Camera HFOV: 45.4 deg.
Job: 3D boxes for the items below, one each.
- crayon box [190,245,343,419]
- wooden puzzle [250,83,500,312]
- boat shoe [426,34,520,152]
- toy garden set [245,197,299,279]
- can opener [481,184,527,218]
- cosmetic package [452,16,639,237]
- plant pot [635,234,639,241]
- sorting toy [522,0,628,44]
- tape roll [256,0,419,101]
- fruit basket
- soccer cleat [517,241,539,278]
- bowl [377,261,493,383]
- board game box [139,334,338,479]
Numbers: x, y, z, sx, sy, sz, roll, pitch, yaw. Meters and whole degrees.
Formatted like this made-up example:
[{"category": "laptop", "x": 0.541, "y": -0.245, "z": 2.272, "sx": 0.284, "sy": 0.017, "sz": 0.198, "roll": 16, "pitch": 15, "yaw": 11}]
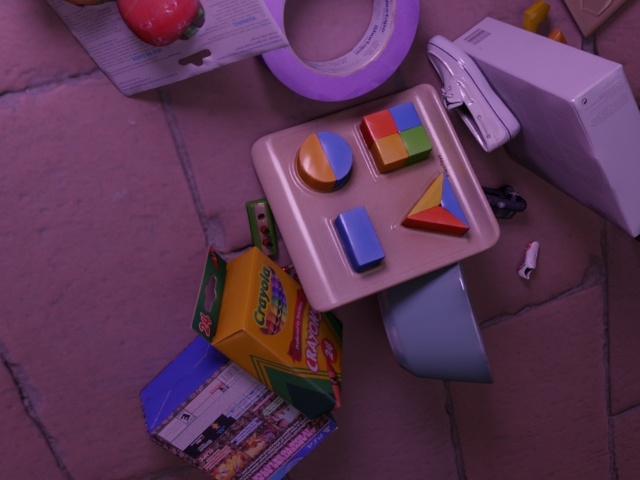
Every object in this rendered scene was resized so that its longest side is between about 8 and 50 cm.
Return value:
[{"category": "crayon box", "x": -0.083, "y": 0.155, "z": 1.372, "sx": 0.081, "sy": 0.202, "sz": 0.318, "roll": -29, "pitch": 126, "yaw": 27}, {"category": "wooden puzzle", "x": 0.093, "y": -0.085, "z": 1.292, "sx": 0.348, "sy": 0.080, "sz": 0.322, "roll": -21, "pitch": 79, "yaw": -8}, {"category": "boat shoe", "x": 0.246, "y": -0.252, "z": 1.315, "sx": 0.076, "sy": 0.083, "sz": 0.226, "roll": -39, "pitch": 80, "yaw": -3}, {"category": "toy garden set", "x": 0.000, "y": 0.000, "z": 1.422, "sx": 0.244, "sy": 0.049, "sz": 0.203, "roll": -15, "pitch": 119, "yaw": -13}, {"category": "can opener", "x": 0.322, "y": -0.083, "z": 1.495, "sx": 0.186, "sy": 0.059, "sz": 0.073, "roll": 12, "pitch": 110, "yaw": -26}, {"category": "cosmetic package", "x": 0.393, "y": -0.201, "z": 1.277, "sx": 0.097, "sy": 0.377, "sz": 0.284, "roll": -36, "pitch": 122, "yaw": 0}, {"category": "plant pot", "x": 0.791, "y": -0.044, "z": 1.624, "sx": 0.231, "sy": 0.215, "sz": 0.215, "roll": 2, "pitch": 115, "yaw": -5}, {"category": "sorting toy", "x": 0.472, "y": -0.478, "z": 1.371, "sx": 0.307, "sy": 0.041, "sz": 0.229, "roll": -43, "pitch": 128, "yaw": 4}, {"category": "tape roll", "x": 0.016, "y": -0.367, "z": 1.225, "sx": 0.275, "sy": 0.090, "sz": 0.274, "roll": -8, "pitch": 118, "yaw": -16}, {"category": "fruit basket", "x": -0.254, "y": -0.374, "z": 1.041, "sx": 0.327, "sy": 0.165, "sz": 0.353, "roll": -9, "pitch": 139, "yaw": 32}, {"category": "soccer cleat", "x": 0.445, "y": 0.043, "z": 1.617, "sx": 0.029, "sy": 0.035, "sz": 0.083, "roll": 13, "pitch": 110, "yaw": -25}, {"category": "bowl", "x": 0.208, "y": 0.135, "z": 1.450, "sx": 0.163, "sy": 0.311, "sz": 0.311, "roll": -15, "pitch": 121, "yaw": 11}, {"category": "board game box", "x": -0.156, "y": 0.326, "z": 1.470, "sx": 0.232, "sy": 0.141, "sz": 0.291, "roll": -43, "pitch": 122, "yaw": 4}]
